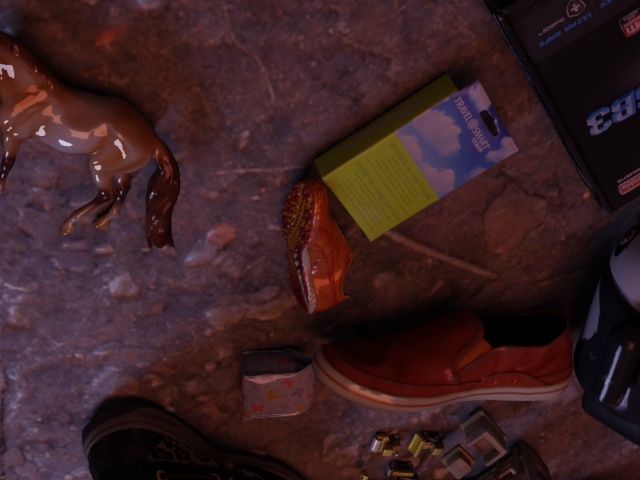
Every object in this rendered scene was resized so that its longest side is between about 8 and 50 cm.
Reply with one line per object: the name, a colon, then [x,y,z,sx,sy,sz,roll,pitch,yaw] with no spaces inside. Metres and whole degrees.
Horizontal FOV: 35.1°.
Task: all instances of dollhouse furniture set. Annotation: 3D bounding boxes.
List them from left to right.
dollhouse furniture set: [0.191,0.324,1.351,0.182,0.101,0.161,-39,106,16]

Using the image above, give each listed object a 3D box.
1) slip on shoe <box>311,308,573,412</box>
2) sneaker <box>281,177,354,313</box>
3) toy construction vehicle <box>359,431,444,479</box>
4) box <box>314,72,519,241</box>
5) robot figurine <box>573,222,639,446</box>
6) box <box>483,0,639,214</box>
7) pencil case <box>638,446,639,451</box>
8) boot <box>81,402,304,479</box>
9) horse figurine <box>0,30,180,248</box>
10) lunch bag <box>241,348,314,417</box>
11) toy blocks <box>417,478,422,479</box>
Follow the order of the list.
slip on shoe: [0.146,0.126,1.156,0.331,0.123,0.101,0,114,-20]
sneaker: [0.000,0.000,1.054,0.067,0.064,0.175,-22,139,-19]
toy construction vehicle: [0.107,0.287,1.314,0.098,0.035,0.086,9,124,-22]
box: [0.097,-0.086,1.014,0.178,0.042,0.109,-32,129,10]
robot figurine: [0.391,0.102,1.165,0.173,0.209,0.278,8,125,-2]
box: [0.343,-0.206,0.975,0.295,0.073,0.293,-31,128,10]
pencil case: [0.497,0.248,1.245,0.133,0.120,0.306,10,167,-4]
boot: [-0.109,0.371,1.156,0.138,0.284,0.377,-38,126,15]
horse figurine: [-0.229,-0.085,0.910,0.263,0.066,0.174,23,124,-27]
lunch bag: [-0.049,0.164,1.164,0.083,0.053,0.071,-2,126,-2]
toy blocks: [0.081,0.378,1.366,0.123,0.054,0.148,8,125,-22]
